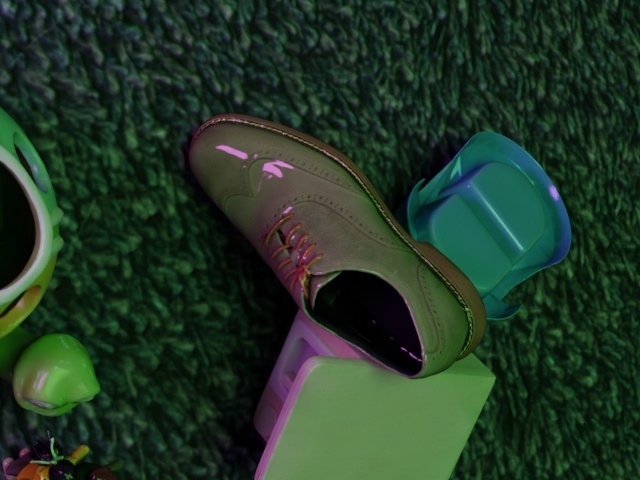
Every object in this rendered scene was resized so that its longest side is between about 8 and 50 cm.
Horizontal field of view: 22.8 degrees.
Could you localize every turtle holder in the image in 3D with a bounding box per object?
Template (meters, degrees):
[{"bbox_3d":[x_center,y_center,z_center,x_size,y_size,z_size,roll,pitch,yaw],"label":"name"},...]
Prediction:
[{"bbox_3d":[-0.325,0.012,1.307,0.243,0.227,0.320,-16,104,-38],"label":"turtle holder"}]

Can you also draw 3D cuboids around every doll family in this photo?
[{"bbox_3d":[-0.267,0.227,1.415,0.193,0.111,0.076,-34,107,-30],"label":"doll family"}]

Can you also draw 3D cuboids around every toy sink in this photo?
[{"bbox_3d":[0.027,0.158,1.582,0.234,0.131,0.153,7,114,-36],"label":"toy sink"}]

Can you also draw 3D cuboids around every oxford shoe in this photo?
[{"bbox_3d":[0.000,0.000,1.510,0.348,0.123,0.130,36,27,13],"label":"oxford shoe"}]

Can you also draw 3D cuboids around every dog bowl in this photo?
[{"bbox_3d":[0.160,-0.004,1.682,0.166,0.074,0.297,52,38,-2],"label":"dog bowl"}]
